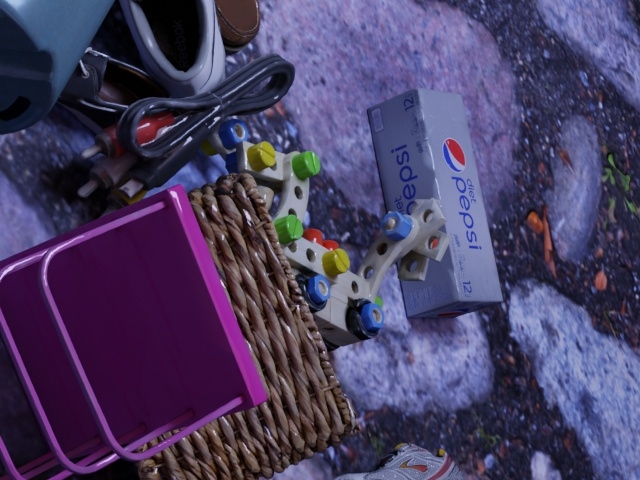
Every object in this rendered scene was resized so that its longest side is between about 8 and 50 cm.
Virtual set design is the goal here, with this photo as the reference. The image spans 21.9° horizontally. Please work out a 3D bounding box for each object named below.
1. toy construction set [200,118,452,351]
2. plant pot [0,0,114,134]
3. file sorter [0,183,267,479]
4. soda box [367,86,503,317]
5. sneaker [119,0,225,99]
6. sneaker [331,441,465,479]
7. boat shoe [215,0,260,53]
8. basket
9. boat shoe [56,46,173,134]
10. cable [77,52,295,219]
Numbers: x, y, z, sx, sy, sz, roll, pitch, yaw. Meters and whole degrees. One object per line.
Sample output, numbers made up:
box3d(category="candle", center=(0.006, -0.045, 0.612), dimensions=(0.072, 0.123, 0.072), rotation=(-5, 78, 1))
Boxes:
box3d(category="toy construction set", center=(0.000, 0.000, 1.902), dimensions=(0.327, 0.151, 0.215), rotation=(19, 58, -34))
box3d(category="plant pot", center=(-0.304, -0.300, 1.525), dimensions=(0.341, 0.341, 0.334), rotation=(40, 53, -32))
box3d(category="file sorter", center=(-0.237, 0.106, 1.450), dimensions=(0.182, 0.290, 0.202), rotation=(-24, 93, -49))
box3d(category="soda box", center=(0.147, -0.047, 2.127), dimensions=(0.098, 0.091, 0.286), rotation=(3, 72, -48))
box3d(category="sneaker", center=(-0.177, -0.310, 1.792), dimensions=(0.146, 0.122, 0.331), rotation=(130, -60, -86))
box3d(category="sneaker", center=(0.084, 0.287, 1.930), dimensions=(0.225, 0.088, 0.093), rotation=(8, 47, -48))
box3d(category="boat shoe", center=(-0.142, -0.367, 1.913), dimensions=(0.110, 0.104, 0.307), rotation=(-39, 105, -50))
box3d(category="basket", center=(-0.132, 0.105, 1.685), dimensions=(0.223, 0.213, 0.299), rotation=(-25, 95, -14))
box3d(category="boat shoe", center=(-0.257, -0.181, 1.719), dimensions=(0.233, 0.079, 0.084), rotation=(30, 52, -36))
box3d(category="cable", center=(-0.143, -0.138, 1.748), dimensions=(0.287, 0.072, 0.139), rotation=(-45, 149, -31))
